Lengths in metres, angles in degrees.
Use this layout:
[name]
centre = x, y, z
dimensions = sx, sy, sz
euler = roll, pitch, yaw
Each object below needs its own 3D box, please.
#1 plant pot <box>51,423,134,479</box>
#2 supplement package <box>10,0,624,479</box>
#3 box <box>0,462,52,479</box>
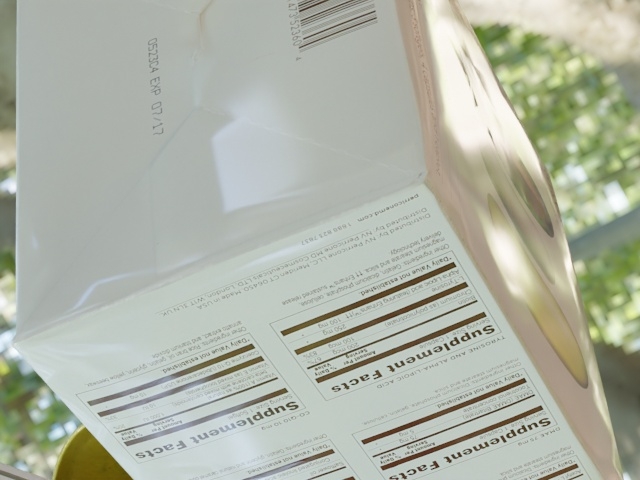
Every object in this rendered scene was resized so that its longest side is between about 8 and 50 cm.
[plant pot]
centre = -0.134, 0.205, 1.553
dimensions = 0.095, 0.134, 0.134
euler = 5, -124, -44
[supplement package]
centre = 0.000, 0.000, 0.730
dimensions = 0.203, 0.149, 0.194
euler = 56, -161, -43
[box]
centre = -0.271, 0.126, 0.911
dimensions = 0.290, 0.169, 0.087
euler = 23, -117, -19
